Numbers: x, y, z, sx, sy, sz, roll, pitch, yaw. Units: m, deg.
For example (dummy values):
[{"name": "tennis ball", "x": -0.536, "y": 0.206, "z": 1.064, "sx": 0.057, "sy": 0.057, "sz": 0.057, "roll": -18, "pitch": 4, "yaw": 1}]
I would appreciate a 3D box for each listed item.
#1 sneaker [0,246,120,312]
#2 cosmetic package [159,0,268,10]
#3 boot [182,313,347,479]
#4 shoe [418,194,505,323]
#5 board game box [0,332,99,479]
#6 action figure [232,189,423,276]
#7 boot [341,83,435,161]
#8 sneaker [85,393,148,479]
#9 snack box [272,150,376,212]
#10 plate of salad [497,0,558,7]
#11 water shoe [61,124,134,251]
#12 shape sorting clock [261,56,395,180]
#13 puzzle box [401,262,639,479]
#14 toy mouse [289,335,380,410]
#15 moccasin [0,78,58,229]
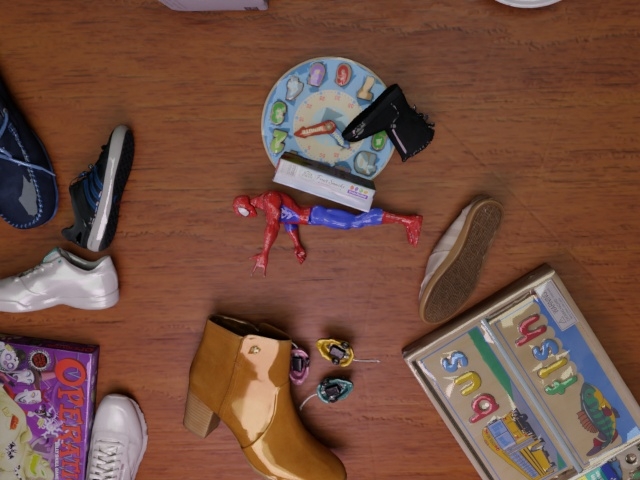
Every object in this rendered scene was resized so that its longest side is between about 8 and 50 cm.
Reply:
[{"name": "sneaker", "x": -0.422, "y": 0.056, "z": 1.124, "sx": 0.212, "sy": 0.080, "sz": 0.094, "roll": -2, "pitch": 112, "yaw": -7}, {"name": "cosmetic package", "x": -0.152, "y": -0.420, "z": 0.993, "sx": 0.152, "sy": 0.151, "sz": 0.183, "roll": 1, "pitch": 99, "yaw": 3}, {"name": "boot", "x": -0.070, "y": 0.247, "z": 1.121, "sx": 0.295, "sy": 0.104, "sz": 0.211, "roll": 22, "pitch": 109, "yaw": 8}, {"name": "shoe", "x": 0.211, "y": 0.029, "z": 1.111, "sx": 0.077, "sy": 0.058, "sz": 0.219, "roll": 21, "pitch": 105, "yaw": -22}, {"name": "board game box", "x": -0.482, "y": 0.330, "z": 1.196, "sx": 0.208, "sy": 0.056, "sz": 0.346, "roll": 6, "pitch": 100, "yaw": -3}, {"name": "action figure", "x": 0.000, "y": 0.000, "z": 1.090, "sx": 0.281, "sy": 0.091, "sz": 0.138, "roll": 12, "pitch": 91, "yaw": 0}, {"name": "boot", "x": 0.102, "y": -0.157, "z": 1.057, "sx": 0.121, "sy": 0.045, "sz": 0.099, "roll": -44, "pitch": 112, "yaw": -9}, {"name": "sneaker", "x": -0.339, "y": 0.366, "z": 1.171, "sx": 0.090, "sy": 0.095, "sz": 0.234, "roll": 6, "pitch": 99, "yaw": 3}, {"name": "snack box", "x": 0.006, "y": -0.085, "z": 1.034, "sx": 0.141, "sy": 0.100, "sz": 0.037, "roll": 19, "pitch": 104, "yaw": -2}, {"name": "plate of salad", "x": 0.296, "y": -0.427, "z": 1.026, "sx": 0.200, "sy": 0.048, "sz": 0.199, "roll": 0, "pitch": 90, "yaw": 6}, {"name": "water shoe", "x": -0.344, "y": -0.083, "z": 1.102, "sx": 0.080, "sy": 0.073, "sz": 0.203, "roll": 17, "pitch": 100, "yaw": 2}, {"name": "shape sorting clock", "x": 0.014, "y": -0.171, "z": 1.087, "sx": 0.206, "sy": 0.040, "sz": 0.206, "roll": 0, "pitch": 100, "yaw": 2}, {"name": "puzzle box", "x": 0.347, "y": 0.274, "z": 1.146, "sx": 0.272, "sy": 0.052, "sz": 0.408, "roll": -33, "pitch": 97, "yaw": 8}, {"name": "toy mouse", "x": -0.002, "y": 0.210, "z": 1.158, "sx": 0.161, "sy": 0.031, "sz": 0.143, "roll": 23, "pitch": 112, "yaw": 4}, {"name": "moccasin", "x": -0.516, "y": -0.166, "z": 1.071, "sx": 0.138, "sy": 0.117, "sz": 0.341, "roll": -27, "pitch": 98, "yaw": 7}]
